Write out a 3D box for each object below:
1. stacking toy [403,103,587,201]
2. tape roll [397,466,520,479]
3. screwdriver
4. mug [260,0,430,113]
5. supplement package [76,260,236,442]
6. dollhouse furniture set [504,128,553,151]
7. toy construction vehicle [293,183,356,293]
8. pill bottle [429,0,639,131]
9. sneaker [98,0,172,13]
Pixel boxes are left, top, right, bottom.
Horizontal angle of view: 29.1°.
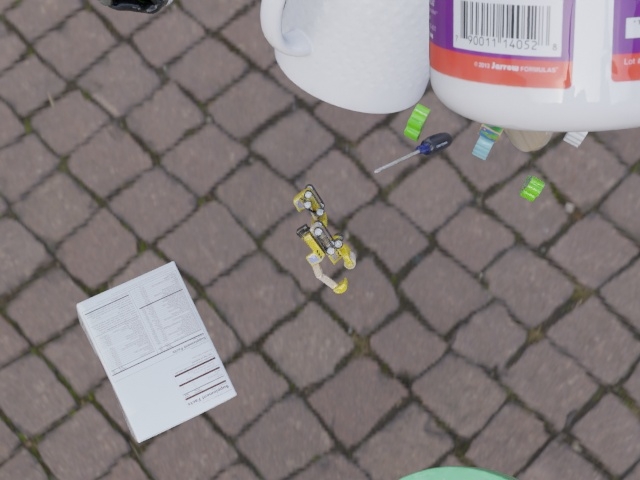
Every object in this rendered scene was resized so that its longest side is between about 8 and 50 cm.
[{"bbox_3d":[0.187,-0.129,1.304,0.167,0.221,0.052,29,69,4],"label":"stacking toy"},{"bbox_3d":[0.174,0.442,1.523,0.321,0.077,0.321,-4,79,19],"label":"tape roll"},{"bbox_3d":[0.107,-0.102,1.420,0.024,0.025,0.170,34,28,21],"label":"screwdriver"},{"bbox_3d":[0.058,-0.412,2.021,0.374,0.328,0.276,-18,51,-38],"label":"mug"},{"bbox_3d":[-0.232,0.161,1.725,0.149,0.194,0.203,-25,85,-12],"label":"supplement package"},{"bbox_3d":[0.445,-0.219,1.348,0.362,0.394,0.256,-9,63,-38],"label":"dollhouse furniture set"},{"bbox_3d":[0.000,0.000,1.287,0.035,0.098,0.086,-29,20,12],"label":"toy construction vehicle"},{"bbox_3d":[0.156,-0.238,0.757,0.182,0.323,0.181,-1,18,0],"label":"pill bottle"},{"bbox_3d":[-0.336,-0.412,1.899,0.234,0.078,0.106,22,28,-12],"label":"sneaker"}]
